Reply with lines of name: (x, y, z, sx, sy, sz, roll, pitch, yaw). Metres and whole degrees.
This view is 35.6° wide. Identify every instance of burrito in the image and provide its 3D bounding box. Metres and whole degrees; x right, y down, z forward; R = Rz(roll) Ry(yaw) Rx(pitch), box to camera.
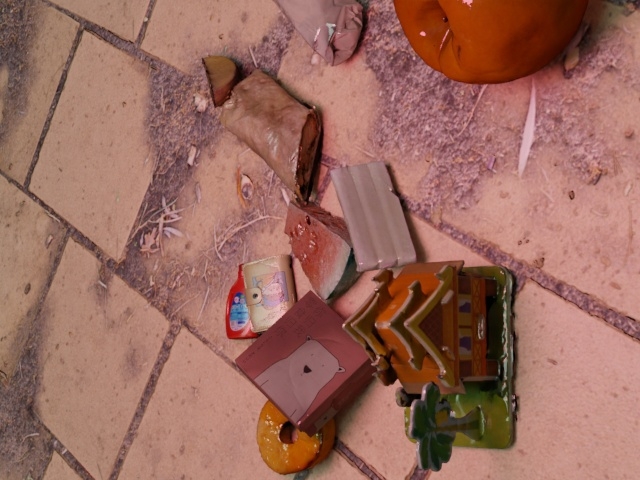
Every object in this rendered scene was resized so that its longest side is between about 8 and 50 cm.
burrito: (-0.053, -0.551, 2.138, 0.445, 0.101, 0.139, 54, 130, 31)
burrito: (-0.088, -0.238, 2.122, 0.175, 0.107, 0.348, -53, 52, 14)

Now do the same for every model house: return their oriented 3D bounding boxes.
model house: (0.160, 0.212, 1.734, 0.242, 0.313, 0.358, -3, 83, 42)

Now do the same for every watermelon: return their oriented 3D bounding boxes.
watermelon: (0.000, 0.000, 2.048, 0.241, 0.094, 0.154, 49, 124, 34)

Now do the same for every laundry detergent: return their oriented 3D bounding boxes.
laundry detergent: (-0.170, 0.133, 2.187, 0.097, 0.049, 0.165, -8, 77, 37)

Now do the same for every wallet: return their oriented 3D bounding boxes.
wallet: (-0.107, 0.114, 2.120, 0.110, 0.039, 0.155, -12, 75, 14)

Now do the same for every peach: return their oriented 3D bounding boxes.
peach: (0.299, -0.442, 1.704, 0.301, 0.343, 0.343, -36, 52, -19)

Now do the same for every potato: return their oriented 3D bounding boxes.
potato: (-0.208, -0.350, 2.249, 0.172, 0.089, 0.101, -115, 13, -54)

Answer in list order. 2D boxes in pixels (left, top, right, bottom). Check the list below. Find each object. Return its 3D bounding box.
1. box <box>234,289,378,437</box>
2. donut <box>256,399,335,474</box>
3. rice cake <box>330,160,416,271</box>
box: (-0.022, 0.242, 1.964, 0.215, 0.086, 0.215, -42, 55, -11)
donut: (-0.045, 0.388, 2.034, 0.190, 0.074, 0.174, -51, 58, 28)
rice cake: (0.104, -0.048, 1.936, 0.127, 0.043, 0.237, -11, 63, -6)
